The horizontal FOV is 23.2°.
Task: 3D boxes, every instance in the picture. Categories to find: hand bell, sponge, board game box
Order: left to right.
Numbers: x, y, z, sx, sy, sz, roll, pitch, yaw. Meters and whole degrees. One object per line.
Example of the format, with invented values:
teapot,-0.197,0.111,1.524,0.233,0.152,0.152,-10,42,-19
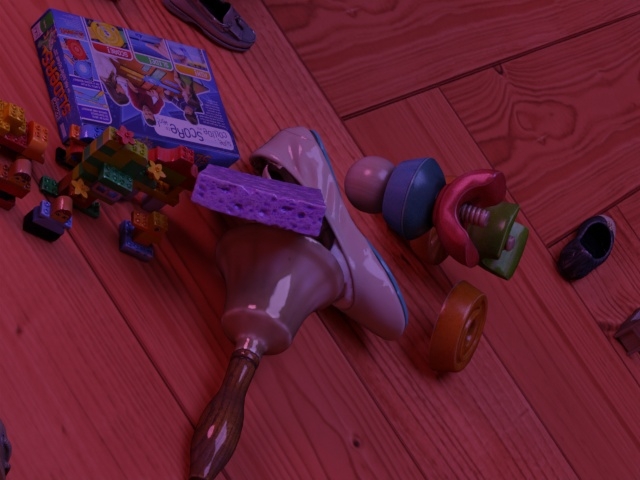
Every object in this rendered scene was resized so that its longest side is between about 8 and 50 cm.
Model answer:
board game box,-0.178,-0.143,1.521,0.201,0.035,0.136,10,52,-46
hand bell,-0.068,0.115,1.385,0.126,0.126,0.242,37,49,-23
sponge,-0.056,-0.040,1.447,0.117,0.031,0.210,14,6,-3

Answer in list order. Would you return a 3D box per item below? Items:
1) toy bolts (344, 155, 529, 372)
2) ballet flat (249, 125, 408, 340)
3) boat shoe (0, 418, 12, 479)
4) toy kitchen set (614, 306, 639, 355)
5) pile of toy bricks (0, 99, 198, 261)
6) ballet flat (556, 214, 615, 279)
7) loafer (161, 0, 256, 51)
toy bolts,0.103,0.004,1.644,0.218,0.158,0.228,-65,158,-17
ballet flat,0.000,0.000,1.583,0.086,0.086,0.248,-6,63,-52
boat shoe,-0.266,0.150,1.077,0.120,0.122,0.324,-11,70,-57
toy kitchen set,0.433,0.117,1.988,0.068,0.075,0.083,54,38,-1
pile of toy bricks,-0.192,-0.064,1.369,0.212,0.105,0.118,26,42,-34
ballet flat,0.354,0.007,2.016,0.057,0.049,0.173,53,33,-2
loafer,-0.114,-0.246,1.687,0.125,0.039,0.045,27,41,-34
